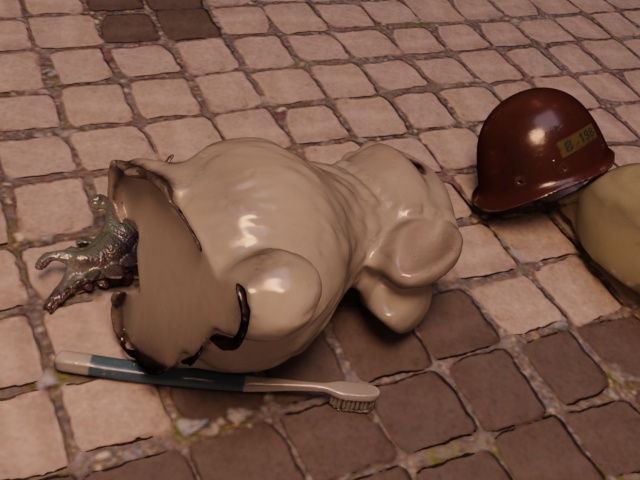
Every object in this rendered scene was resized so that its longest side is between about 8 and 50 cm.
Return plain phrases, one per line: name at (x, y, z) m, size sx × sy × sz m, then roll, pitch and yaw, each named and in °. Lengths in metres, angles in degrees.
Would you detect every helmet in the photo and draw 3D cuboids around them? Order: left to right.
helmet at (0.234, -0.113, 0.889) m, size 0.175 × 0.106 × 0.155 m, roll -31°, pitch 19°, yaw -17°

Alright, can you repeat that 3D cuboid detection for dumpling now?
dumpling at (0.366, -0.012, 0.850) m, size 0.162 × 0.132 × 0.250 m, roll -10°, pitch 31°, yaw -13°

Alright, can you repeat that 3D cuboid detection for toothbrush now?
toothbrush at (-0.086, 0.121, 0.667) m, size 0.275 × 0.025 × 0.019 m, roll 7°, pitch 38°, yaw -5°

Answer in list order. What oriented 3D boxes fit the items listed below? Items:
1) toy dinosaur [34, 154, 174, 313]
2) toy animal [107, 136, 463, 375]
toy dinosaur at (-0.191, -0.006, 0.753) m, size 0.082 × 0.039 × 0.209 m, roll 25°, pitch 54°, yaw 7°
toy animal at (0.000, 0.000, 0.702) m, size 0.357 × 0.194 × 0.258 m, roll -12°, pitch 35°, yaw -39°
